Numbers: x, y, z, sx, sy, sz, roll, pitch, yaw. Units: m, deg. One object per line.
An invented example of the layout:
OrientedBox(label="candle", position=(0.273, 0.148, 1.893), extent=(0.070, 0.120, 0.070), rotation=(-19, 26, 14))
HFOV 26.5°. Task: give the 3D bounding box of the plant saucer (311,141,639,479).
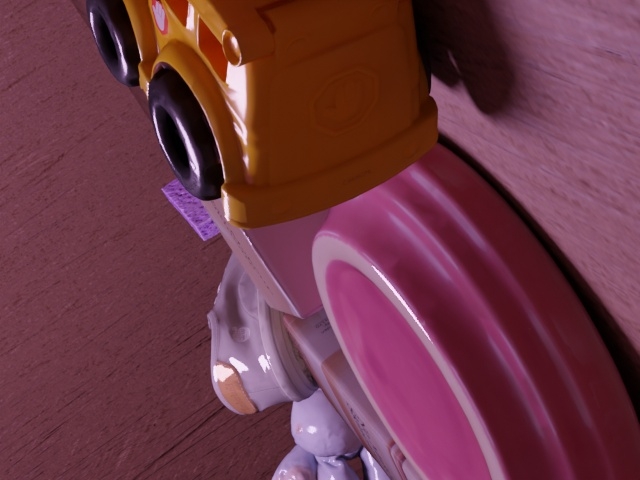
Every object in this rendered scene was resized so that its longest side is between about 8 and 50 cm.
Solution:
OrientedBox(label="plant saucer", position=(0.093, 0.085, 0.938), extent=(0.332, 0.084, 0.332), rotation=(54, 166, 21))

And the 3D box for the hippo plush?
OrientedBox(label="hippo plush", position=(0.054, 0.273, 2.107), extent=(0.236, 0.234, 0.294), rotation=(93, -173, -52))

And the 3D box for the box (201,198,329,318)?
OrientedBox(label="box", position=(-0.020, -0.021, 1.250), extent=(0.148, 0.121, 0.311), rotation=(57, 174, -2))

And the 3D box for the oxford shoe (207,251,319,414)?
OrientedBox(label="oxford shoe", position=(-0.081, 0.076, 1.776), extent=(0.169, 0.130, 0.449), rotation=(59, -167, -24))

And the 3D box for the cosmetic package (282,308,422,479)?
OrientedBox(label="cosmetic package", position=(0.099, 0.155, 1.243), extent=(0.296, 0.129, 0.153), rotation=(45, 166, 55))

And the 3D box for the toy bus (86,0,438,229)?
OrientedBox(label="toy bus", position=(-0.041, -0.152, 0.728), extent=(0.220, 0.149, 0.211), rotation=(54, 161, 32))

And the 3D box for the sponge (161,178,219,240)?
OrientedBox(label="sponge", position=(-0.159, -0.073, 2.018), extent=(0.031, 0.117, 0.210), rotation=(57, 173, -27))
